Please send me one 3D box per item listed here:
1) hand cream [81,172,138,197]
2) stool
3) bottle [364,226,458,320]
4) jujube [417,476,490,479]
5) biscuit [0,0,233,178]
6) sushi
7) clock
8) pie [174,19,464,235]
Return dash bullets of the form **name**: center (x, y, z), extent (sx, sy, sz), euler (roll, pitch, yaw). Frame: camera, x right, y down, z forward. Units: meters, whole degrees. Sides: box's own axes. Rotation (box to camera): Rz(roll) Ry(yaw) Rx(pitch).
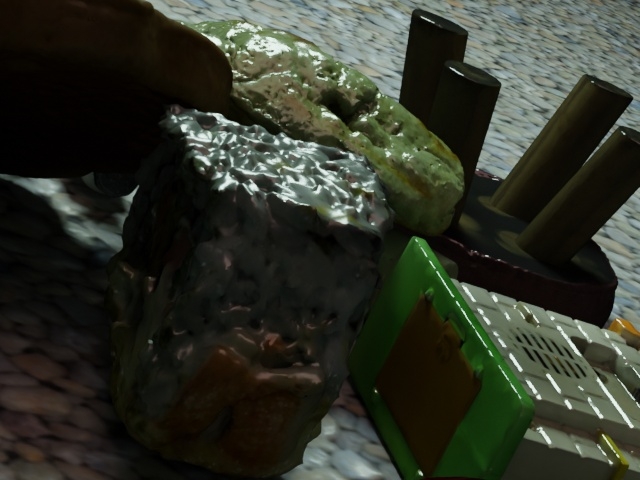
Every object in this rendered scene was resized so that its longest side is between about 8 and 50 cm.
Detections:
- **hand cream**: center (-0.182, -0.088, 1.504), extent (0.080, 0.050, 0.234), euler (10, 16, -22)
- **stool**: center (0.144, -0.054, 1.560), extent (0.272, 0.178, 0.272), euler (21, 19, -8)
- **bottle**: center (0.000, 0.000, 1.420), extent (0.201, 0.072, 0.072), euler (29, 20, 17)
- **jujube**: center (0.109, 0.216, 0.765), extent (0.223, 0.223, 0.318), euler (9, 15, -34)
- **biscuit**: center (-0.246, -0.109, 1.220), extent (0.381, 0.074, 0.359), euler (9, -14, -9)
- **sushi**: center (-0.051, 0.021, 1.138), extent (0.139, 0.184, 0.274), euler (16, 20, -19)
- **clock**: center (0.173, 0.127, 1.247), extent (0.255, 0.106, 0.220), euler (19, 20, -24)
- **pie**: center (-0.005, -0.089, 1.381), extent (0.248, 0.090, 0.201), euler (31, 1, -1)
